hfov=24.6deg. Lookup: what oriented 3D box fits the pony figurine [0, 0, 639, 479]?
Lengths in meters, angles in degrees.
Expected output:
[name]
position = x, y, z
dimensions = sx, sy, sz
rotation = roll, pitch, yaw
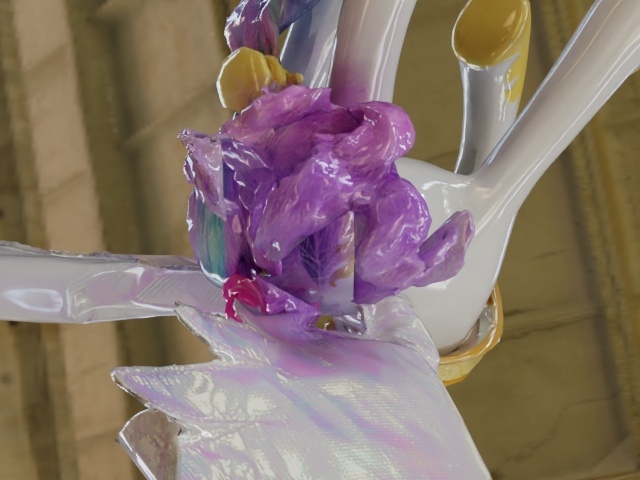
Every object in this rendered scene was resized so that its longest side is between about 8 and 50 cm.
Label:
[pony figurine]
position = 0.000, 0.000, 0.575
dimensions = 0.302, 0.351, 0.364
rotation = 21, -90, 39
